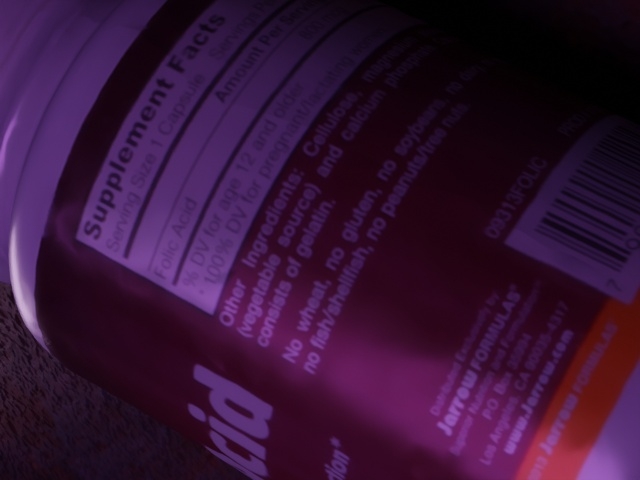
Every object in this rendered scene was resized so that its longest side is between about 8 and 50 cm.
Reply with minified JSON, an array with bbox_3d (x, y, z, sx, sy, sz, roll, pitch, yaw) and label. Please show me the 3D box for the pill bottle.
[{"bbox_3d":[0.000,0.000,0.709,0.392,0.224,0.224,28,135,19],"label":"pill bottle"}]
